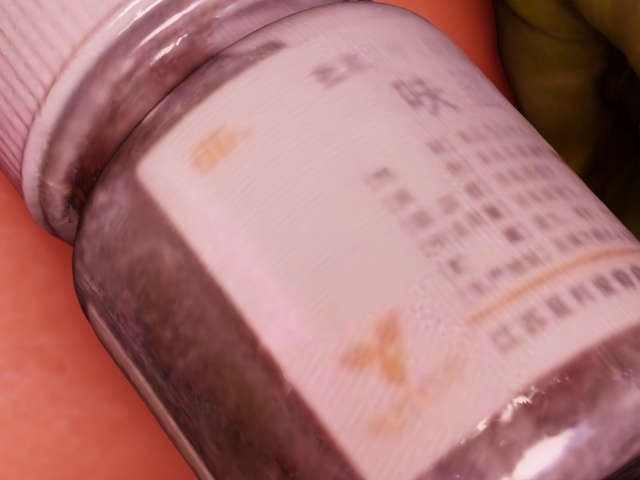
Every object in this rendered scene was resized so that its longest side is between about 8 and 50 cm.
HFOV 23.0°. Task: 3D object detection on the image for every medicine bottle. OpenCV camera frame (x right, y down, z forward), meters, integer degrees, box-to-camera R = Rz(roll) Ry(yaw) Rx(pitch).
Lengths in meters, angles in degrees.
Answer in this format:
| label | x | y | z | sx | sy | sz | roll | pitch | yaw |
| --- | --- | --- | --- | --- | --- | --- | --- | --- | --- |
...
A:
| label | x | y | z | sx | sy | sz | roll | pitch | yaw |
| --- | --- | --- | --- | --- | --- | --- | --- | --- | --- |
| medicine bottle | 0.000 | 0.000 | 0.543 | 0.165 | 0.165 | 0.273 | -28 | 65 | -22 |

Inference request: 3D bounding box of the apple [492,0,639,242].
| label | x | y | z | sx | sy | sz | roll | pitch | yaw |
| --- | --- | --- | --- | --- | --- | --- | --- | --- | --- |
| apple | 0.281 | -0.125 | 0.589 | 0.473 | 0.473 | 0.474 | 1 | 87 | -23 |
